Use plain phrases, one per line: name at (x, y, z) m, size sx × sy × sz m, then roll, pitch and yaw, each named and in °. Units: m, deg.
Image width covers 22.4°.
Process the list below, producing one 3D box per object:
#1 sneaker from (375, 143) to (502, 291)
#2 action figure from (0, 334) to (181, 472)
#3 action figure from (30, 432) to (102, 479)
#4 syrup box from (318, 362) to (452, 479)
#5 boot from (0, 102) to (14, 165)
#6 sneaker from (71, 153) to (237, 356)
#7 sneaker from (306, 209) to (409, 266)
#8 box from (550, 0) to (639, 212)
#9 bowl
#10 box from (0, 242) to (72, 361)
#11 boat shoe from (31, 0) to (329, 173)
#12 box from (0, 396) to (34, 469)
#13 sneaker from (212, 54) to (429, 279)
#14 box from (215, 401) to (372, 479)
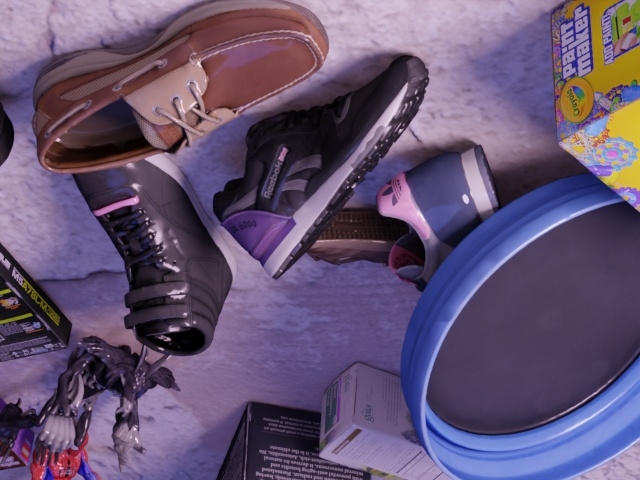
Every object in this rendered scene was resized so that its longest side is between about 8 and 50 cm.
sneaker at (0.144, 0.031, 1.756) m, size 0.131 × 0.112 × 0.319 m, roll -14°, pitch 131°, yaw 4°
action figure at (-0.282, 0.212, 1.998) m, size 0.164 × 0.141 × 0.276 m, roll 24°, pitch 139°, yaw -37°
action figure at (-0.362, 0.377, 2.173) m, size 0.091 × 0.139 × 0.280 m, roll 5°, pitch 122°, yaw -43°
syrup box at (0.121, 0.247, 2.043) m, size 0.237 × 0.093 × 0.096 m, roll 20°, pitch 139°, yaw -19°
boot at (-0.491, -0.148, 1.567) m, size 0.348 × 0.131 × 0.260 m, roll -16°, pitch 145°, yaw 3°
sneaker at (-0.185, 0.013, 1.739) m, size 0.105 × 0.147 × 0.295 m, roll -14°, pitch 136°, yaw 24°
sneaker at (0.000, 0.000, 1.770) m, size 0.188 × 0.066 × 0.071 m, roll 9°, pitch 142°, yaw -5°
box at (0.408, -0.136, 1.479) m, size 0.279 × 0.177 × 0.290 m, roll -28°, pitch 132°, yaw 33°
bowl at (0.261, 0.097, 1.727) m, size 0.391 × 0.077 × 0.391 m, roll -16°, pitch 131°, yaw -20°
box at (-0.422, 0.081, 1.926) m, size 0.191 × 0.045 × 0.184 m, roll -13°, pitch 136°, yaw 21°
boat shoe at (-0.139, -0.136, 1.573) m, size 0.324 × 0.116 × 0.123 m, roll -17°, pitch 137°, yaw 24°
box at (-0.554, 0.245, 2.128) m, size 0.293 × 0.057 × 0.201 m, roll -11°, pitch 138°, yaw 18°
sneaker at (-0.012, -0.094, 1.626) m, size 0.124 × 0.107 × 0.283 m, roll 42°, pitch 117°, yaw 5°
box at (-0.052, 0.421, 2.116) m, size 0.183 × 0.294 × 0.296 m, roll 11°, pitch 141°, yaw -9°
